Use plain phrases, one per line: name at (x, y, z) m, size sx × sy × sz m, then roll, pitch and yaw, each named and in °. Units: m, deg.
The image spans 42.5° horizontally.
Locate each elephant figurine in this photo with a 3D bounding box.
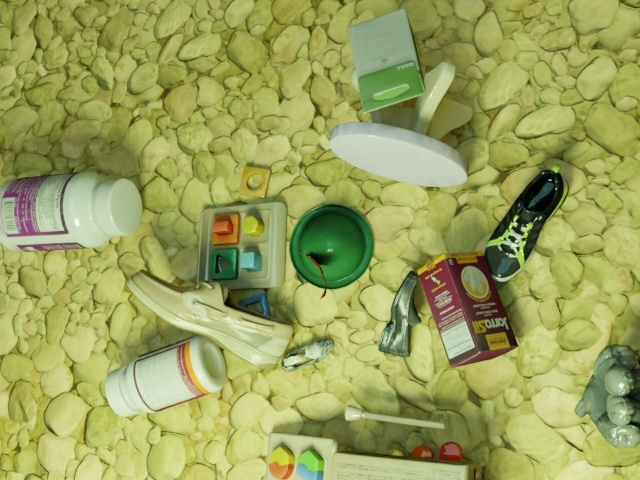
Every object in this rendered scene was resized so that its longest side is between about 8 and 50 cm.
elephant figurine at (0.560, 0.254, 1.310) m, size 0.240 × 0.186 × 0.169 m, roll -1°, pitch 113°, yaw -4°

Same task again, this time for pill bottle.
pill bottle at (-0.551, -0.064, 1.803) m, size 0.302 × 0.169 × 0.169 m, roll -3°, pitch 77°, yaw 20°
pill bottle at (-0.312, 0.276, 1.654) m, size 0.221 × 0.121 × 0.121 m, roll -21°, pitch 71°, yaw 16°

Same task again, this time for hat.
hat at (0.000, 0.000, 1.562) m, size 0.209 × 0.183 × 0.173 m, roll 34°, pitch 91°, yaw 25°

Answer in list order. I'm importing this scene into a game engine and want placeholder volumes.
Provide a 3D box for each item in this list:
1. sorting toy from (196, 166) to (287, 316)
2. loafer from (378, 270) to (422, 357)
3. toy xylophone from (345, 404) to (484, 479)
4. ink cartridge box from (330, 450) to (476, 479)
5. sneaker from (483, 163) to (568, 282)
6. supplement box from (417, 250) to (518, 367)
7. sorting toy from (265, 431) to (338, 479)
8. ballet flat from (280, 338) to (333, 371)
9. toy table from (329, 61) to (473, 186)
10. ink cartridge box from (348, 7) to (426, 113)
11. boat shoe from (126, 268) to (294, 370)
sorting toy at (-0.169, 0.009, 1.702) m, size 0.196 × 0.047 × 0.347 m, roll -4°, pitch 76°, yaw 21°
loafer at (0.159, 0.138, 1.523) m, size 0.061 × 0.062 × 0.170 m, roll 20°, pitch 113°, yaw 12°
toy xylophone at (0.133, 0.426, 1.466) m, size 0.323 × 0.081 × 0.236 m, roll 9°, pitch 82°, yaw 23°
ink cartridge box at (0.135, 0.456, 1.365) m, size 0.235 × 0.088 × 0.193 m, roll 1°, pitch 79°, yaw 21°
sneaker at (0.360, -0.037, 1.477) m, size 0.084 × 0.097 × 0.234 m, roll 31°, pitch 90°, yaw 25°
supplement box at (0.261, 0.120, 1.464) m, size 0.081 × 0.104 × 0.188 m, roll -40°, pitch 61°, yaw 47°
sorting toy at (-0.046, 0.454, 1.503) m, size 0.208 × 0.038 × 0.192 m, roll -10°, pitch 72°, yaw 50°
ballet flat at (-0.029, 0.225, 1.600) m, size 0.114 × 0.041 × 0.041 m, roll -27°, pitch 69°, yaw 13°
toy table at (0.160, -0.216, 1.531) m, size 0.252 × 0.274 × 0.160 m, roll -14°, pitch 61°, yaw 53°
ink cartridge box at (0.118, -0.297, 1.429) m, size 0.109 × 0.062 × 0.209 m, roll -15°, pitch 56°, yaw 12°
boat shoe at (-0.216, 0.132, 1.624) m, size 0.341 × 0.121 × 0.110 m, roll 27°, pitch 93°, yaw 2°
